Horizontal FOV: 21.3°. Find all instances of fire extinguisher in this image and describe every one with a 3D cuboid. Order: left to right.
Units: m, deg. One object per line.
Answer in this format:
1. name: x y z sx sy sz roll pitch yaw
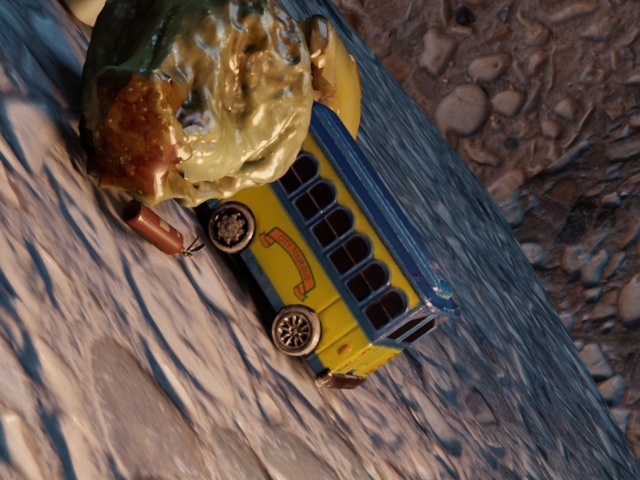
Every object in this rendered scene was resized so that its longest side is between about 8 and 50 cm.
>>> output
1. fire extinguisher: -0.153 -0.011 1.585 0.046 0.032 0.100 19 -14 38

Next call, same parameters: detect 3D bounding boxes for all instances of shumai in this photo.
1. shumai: -0.155 -0.160 1.598 0.222 0.225 0.260 9 27 -49

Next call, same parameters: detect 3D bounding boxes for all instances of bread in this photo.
1. bread: -0.037 -0.121 2.049 0.204 0.162 0.262 40 60 -56

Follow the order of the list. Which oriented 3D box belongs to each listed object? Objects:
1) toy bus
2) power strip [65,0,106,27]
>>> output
1. toy bus: 0.000 0.000 1.790 0.288 0.175 0.138 57 12 15
2. power strip: -0.317 -0.381 1.897 0.385 0.062 0.091 57 11 15
